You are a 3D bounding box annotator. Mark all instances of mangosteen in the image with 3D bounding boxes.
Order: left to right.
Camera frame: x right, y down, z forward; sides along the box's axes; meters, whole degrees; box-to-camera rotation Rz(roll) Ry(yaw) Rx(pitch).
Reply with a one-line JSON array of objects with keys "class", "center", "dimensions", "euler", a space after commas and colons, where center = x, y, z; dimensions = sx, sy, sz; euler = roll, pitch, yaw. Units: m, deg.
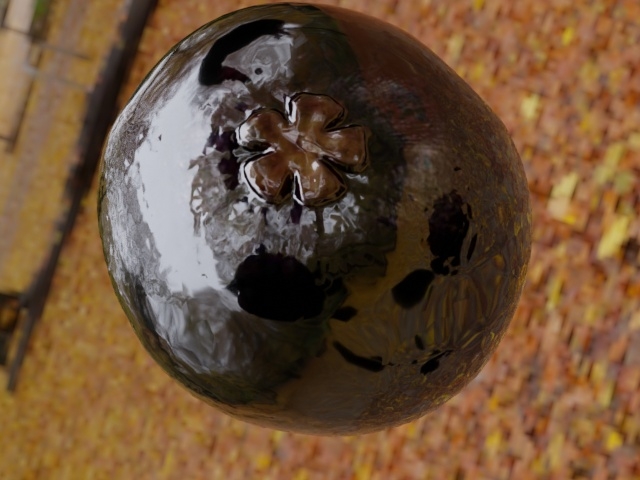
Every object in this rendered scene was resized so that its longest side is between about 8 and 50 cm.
[{"class": "mangosteen", "center": [0.000, 0.000, 0.562], "dimensions": [0.151, 0.137, 0.137], "euler": [65, -145, -70]}]
